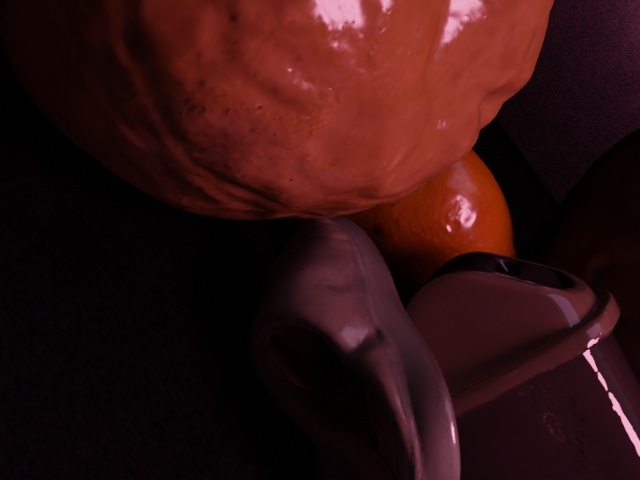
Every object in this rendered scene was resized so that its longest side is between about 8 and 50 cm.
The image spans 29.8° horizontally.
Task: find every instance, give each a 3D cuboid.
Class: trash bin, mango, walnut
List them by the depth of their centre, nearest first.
[{"bbox_3d":[-0.026,-0.182,0.706,0.383,0.383,0.383,49,17,-20],"label":"walnut"},{"bbox_3d":[0.156,0.145,0.827,0.290,0.182,0.209,60,10,2],"label":"trash bin"},{"bbox_3d":[0.092,-0.009,1.032,0.166,0.136,0.236,49,-2,29],"label":"mango"}]

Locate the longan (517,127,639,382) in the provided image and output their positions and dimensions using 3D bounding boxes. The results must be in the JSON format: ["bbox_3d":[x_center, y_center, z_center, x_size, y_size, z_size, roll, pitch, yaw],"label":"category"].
[{"bbox_3d":[0.366,0.079,1.078,0.404,0.404,0.436,58,-11,13],"label":"longan"}]

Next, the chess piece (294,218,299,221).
[{"bbox_3d":[0.001,-0.001,0.900,0.060,0.060,0.172,40,24,-43],"label":"chess piece"}]

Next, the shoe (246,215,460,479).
[{"bbox_3d":[0.002,0.066,0.717,0.100,0.103,0.251,-3,28,-20],"label":"shoe"}]
